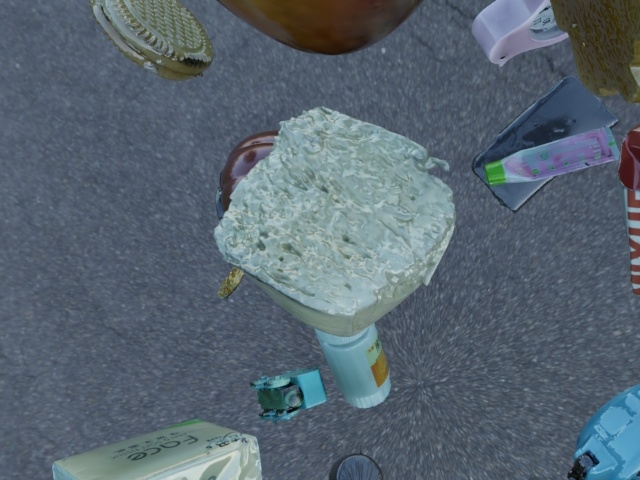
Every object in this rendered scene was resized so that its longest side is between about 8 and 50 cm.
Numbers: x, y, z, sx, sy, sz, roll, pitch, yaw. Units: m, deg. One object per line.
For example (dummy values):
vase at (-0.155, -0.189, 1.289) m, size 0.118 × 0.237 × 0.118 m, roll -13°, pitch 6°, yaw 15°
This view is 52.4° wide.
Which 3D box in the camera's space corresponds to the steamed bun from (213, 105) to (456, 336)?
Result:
steamed bun at (0.000, 0.000, 0.893) m, size 0.272 × 0.273 × 0.290 m, roll -35°, pitch 63°, yaw -25°

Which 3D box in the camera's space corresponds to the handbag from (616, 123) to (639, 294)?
handbag at (0.437, -0.067, 0.676) m, size 0.298 × 0.171 × 0.151 m, roll -36°, pitch 39°, yaw -7°

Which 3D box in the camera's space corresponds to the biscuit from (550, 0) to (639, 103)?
biscuit at (0.254, -0.238, 0.607) m, size 0.041 × 0.212 × 0.239 m, roll -26°, pitch 80°, yaw 9°

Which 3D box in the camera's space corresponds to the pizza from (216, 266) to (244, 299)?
pizza at (-0.250, 0.105, 1.883) m, size 0.041 × 0.131 × 0.178 m, roll 33°, pitch 109°, yaw -11°

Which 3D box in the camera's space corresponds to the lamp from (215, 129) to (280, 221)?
lamp at (-0.088, -0.087, 1.398) m, size 0.257 × 0.303 × 0.303 m, roll -8°, pitch 76°, yaw 16°

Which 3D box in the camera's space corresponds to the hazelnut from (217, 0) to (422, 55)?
hazelnut at (-0.007, -0.353, 0.573) m, size 0.315 × 0.372 × 0.372 m, roll 9°, pitch 78°, yaw 40°

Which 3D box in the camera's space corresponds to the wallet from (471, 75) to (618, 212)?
wallet at (0.596, -0.262, 1.765) m, size 0.197 × 0.051 × 0.377 m, roll 46°, pitch 105°, yaw 3°

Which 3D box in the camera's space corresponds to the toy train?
toy train at (-0.081, 0.399, 1.705) m, size 0.163 × 0.203 × 0.112 m, roll -12°, pitch 85°, yaw -32°

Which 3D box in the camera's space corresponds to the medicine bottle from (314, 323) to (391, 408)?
medicine bottle at (0.091, 0.303, 1.769) m, size 0.158 × 0.318 × 0.158 m, roll -13°, pitch 34°, yaw 9°

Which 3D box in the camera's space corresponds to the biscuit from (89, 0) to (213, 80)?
biscuit at (-0.313, -0.404, 1.230) m, size 0.079 × 0.259 × 0.259 m, roll -40°, pitch 73°, yaw 28°

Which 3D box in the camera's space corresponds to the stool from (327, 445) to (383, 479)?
stool at (0.079, 0.611, 1.566) m, size 0.125 × 0.121 × 0.217 m, roll 13°, pitch 61°, yaw -18°

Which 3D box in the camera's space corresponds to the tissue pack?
tissue pack at (-0.391, 0.587, 1.566) m, size 0.331 × 0.405 × 0.205 m, roll -2°, pitch 95°, yaw 50°

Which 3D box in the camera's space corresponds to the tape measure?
tape measure at (0.293, 0.190, 0.587) m, size 0.146 × 0.125 × 0.081 m, roll -40°, pitch 40°, yaw 6°

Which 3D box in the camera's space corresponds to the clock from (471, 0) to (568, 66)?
clock at (0.419, -0.464, 1.203) m, size 0.275 × 0.290 × 0.080 m, roll -26°, pitch 69°, yaw 8°

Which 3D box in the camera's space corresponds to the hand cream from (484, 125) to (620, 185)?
hand cream at (0.497, -0.178, 1.410) m, size 0.275 × 0.050 × 0.079 m, roll -14°, pitch 90°, yaw 11°
